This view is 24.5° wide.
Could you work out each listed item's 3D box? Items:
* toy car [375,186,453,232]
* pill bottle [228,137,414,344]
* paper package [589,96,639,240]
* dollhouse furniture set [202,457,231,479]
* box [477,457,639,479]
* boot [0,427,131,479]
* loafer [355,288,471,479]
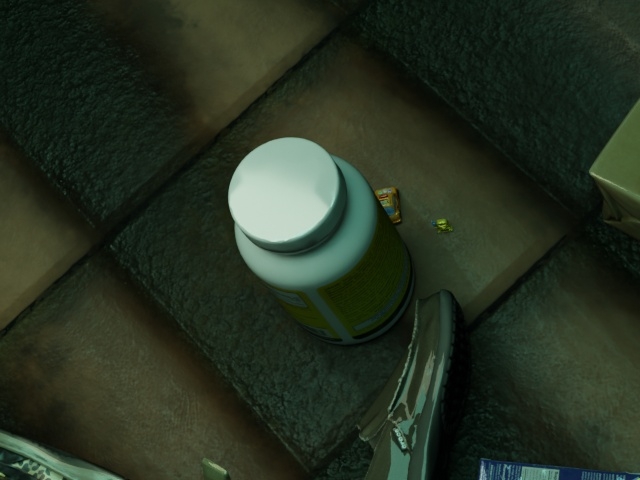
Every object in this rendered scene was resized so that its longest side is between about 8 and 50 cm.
[{"bbox_3d":[0.128,-0.049,2.065,0.122,0.040,0.060,6,70,20],"label":"toy car"},{"bbox_3d":[0.000,0.000,1.918,0.188,0.334,0.188,-6,66,14],"label":"pill bottle"},{"bbox_3d":[0.558,-0.118,1.891,0.309,0.168,0.325,30,80,27],"label":"paper package"},{"bbox_3d":[-0.126,0.448,1.823,0.259,0.135,0.262,25,62,29],"label":"dollhouse furniture set"},{"bbox_3d":[0.305,0.351,1.842,0.225,0.036,0.136,2,69,20],"label":"box"},{"bbox_3d":[-0.414,0.416,1.987,0.377,0.138,0.284,17,74,17],"label":"boot"},{"bbox_3d":[0.105,0.232,1.899,0.130,0.134,0.366,6,70,19],"label":"loafer"}]
